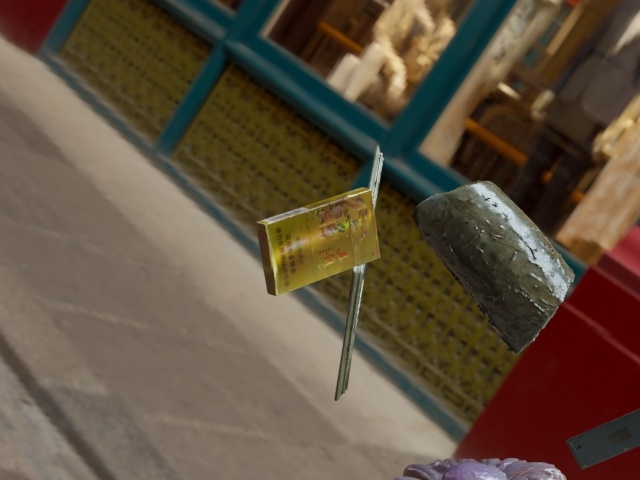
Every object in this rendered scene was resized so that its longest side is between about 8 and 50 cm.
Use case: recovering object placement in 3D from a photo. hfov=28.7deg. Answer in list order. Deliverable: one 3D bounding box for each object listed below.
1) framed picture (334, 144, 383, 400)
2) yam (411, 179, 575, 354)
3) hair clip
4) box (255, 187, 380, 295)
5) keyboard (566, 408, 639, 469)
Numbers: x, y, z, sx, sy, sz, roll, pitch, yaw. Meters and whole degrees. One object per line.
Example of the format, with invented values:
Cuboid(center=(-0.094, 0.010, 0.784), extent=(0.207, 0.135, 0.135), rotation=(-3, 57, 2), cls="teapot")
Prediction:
Cuboid(center=(0.056, 0.050, 1.723), extent=(0.019, 0.296, 0.232), rotation=(10, 51, 3), cls="framed picture")
Cuboid(center=(0.183, 0.016, 1.296), extent=(0.183, 0.107, 0.107), rotation=(51, 12, 7), cls="yam")
Cuboid(center=(0.182, 0.262, 1.305), extent=(0.173, 0.069, 0.300), rotation=(-5, -17, 20), cls="hair clip")
Cuboid(center=(0.000, 0.000, 1.426), extent=(0.156, 0.089, 0.022), rotation=(-17, 19, -34), cls="box")
Cuboid(center=(0.485, 0.315, 2.023), extent=(0.014, 0.176, 0.055), rotation=(-14, 75, -59), cls="keyboard")
